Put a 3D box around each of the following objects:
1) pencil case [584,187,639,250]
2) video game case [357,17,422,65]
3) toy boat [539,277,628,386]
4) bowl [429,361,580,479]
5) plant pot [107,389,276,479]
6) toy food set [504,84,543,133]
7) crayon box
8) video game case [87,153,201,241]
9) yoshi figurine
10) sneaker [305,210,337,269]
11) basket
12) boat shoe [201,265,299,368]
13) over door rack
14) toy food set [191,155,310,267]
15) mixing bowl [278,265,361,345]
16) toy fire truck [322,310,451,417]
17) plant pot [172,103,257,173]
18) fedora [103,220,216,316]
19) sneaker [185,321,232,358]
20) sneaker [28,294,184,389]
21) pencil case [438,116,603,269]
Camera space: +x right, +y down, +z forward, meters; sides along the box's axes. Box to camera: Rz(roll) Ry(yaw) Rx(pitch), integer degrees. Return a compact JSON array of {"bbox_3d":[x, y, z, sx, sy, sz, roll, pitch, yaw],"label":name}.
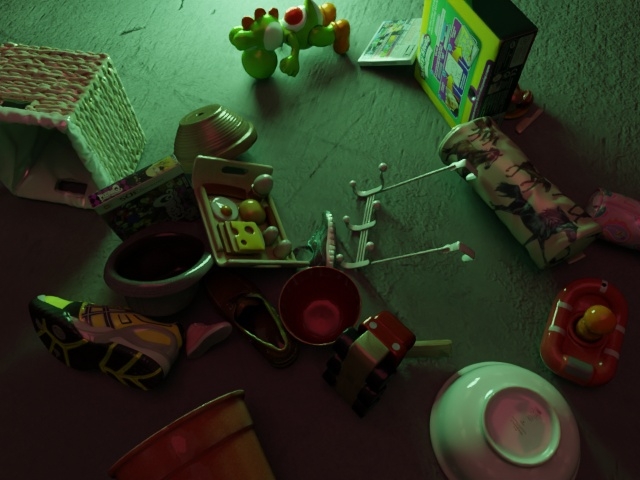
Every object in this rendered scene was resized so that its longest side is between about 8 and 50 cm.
[{"bbox_3d":[0.765,-0.029,1.154,0.284,0.124,0.124,21,65,15],"label":"pencil case"},{"bbox_3d":[0.234,-0.605,1.515,0.183,0.023,0.201,12,62,35],"label":"video game case"},{"bbox_3d":[0.564,0.179,1.036,0.150,0.151,0.231,22,66,14],"label":"toy boat"},{"bbox_3d":[0.370,0.366,0.960,0.297,0.134,0.298,-2,63,3],"label":"bowl"},{"bbox_3d":[-0.189,0.458,0.888,0.272,0.272,0.265,-31,72,-13],"label":"plant pot"},{"bbox_3d":[0.530,-0.416,1.402,0.128,0.071,0.218,-34,65,-14],"label":"toy food set"},{"bbox_3d":[0.373,-0.475,1.278,0.106,0.363,0.313,-21,63,-8],"label":"crayon box"},{"bbox_3d":[-0.405,-0.082,1.194,0.210,0.232,0.042,-30,66,-12],"label":"video game case"},{"bbox_3d":[-0.101,-0.596,1.514,0.362,0.203,0.203,-18,102,-22],"label":"yoshi figurine"},{"bbox_3d":[0.000,0.000,1.221,0.076,0.065,0.167,-3,60,7],"label":"sneaker"},{"bbox_3d":[-0.666,-0.281,1.272,0.328,0.331,0.267,9,57,8],"label":"basket"},{"bbox_3d":[-0.162,0.152,1.123,0.307,0.104,0.111,38,71,22],"label":"boat shoe"},{"bbox_3d":[0.189,-0.066,1.152,0.324,0.108,0.240,-7,58,34],"label":"over door rack"},{"bbox_3d":[-0.164,-0.066,1.184,0.219,0.092,0.306,2,53,-39],"label":"toy food set"},{"bbox_3d":[0.002,0.160,1.113,0.181,0.098,0.182,-2,62,3],"label":"mixing bowl"},{"bbox_3d":[0.153,0.228,1.014,0.246,0.217,0.158,-35,64,-30],"label":"toy fire truck"},{"bbox_3d":[-0.295,-0.282,1.306,0.237,0.110,0.237,-15,33,10],"label":"plant pot"},{"bbox_3d":[-0.354,0.076,1.137,0.243,0.124,0.275,5,31,6],"label":"fedora"},{"bbox_3d":[-0.256,0.202,1.112,0.134,0.051,0.070,-39,52,21],"label":"sneaker"},{"bbox_3d":[-0.482,0.208,1.120,0.384,0.145,0.147,19,35,15],"label":"sneaker"},{"bbox_3d":[0.468,-0.114,1.187,0.160,0.183,0.410,-45,66,22],"label":"pencil case"}]
